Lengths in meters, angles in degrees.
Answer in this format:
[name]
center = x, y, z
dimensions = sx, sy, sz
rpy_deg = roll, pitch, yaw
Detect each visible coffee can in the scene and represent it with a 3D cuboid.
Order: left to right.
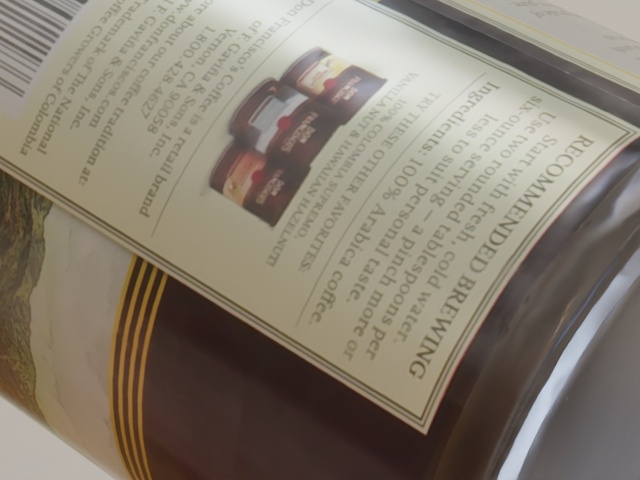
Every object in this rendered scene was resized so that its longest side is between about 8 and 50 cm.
[coffee can]
center = 0.000, 0.000, 0.619
dimensions = 0.275, 0.201, 0.201
rpy_deg = 30, -3, 33
